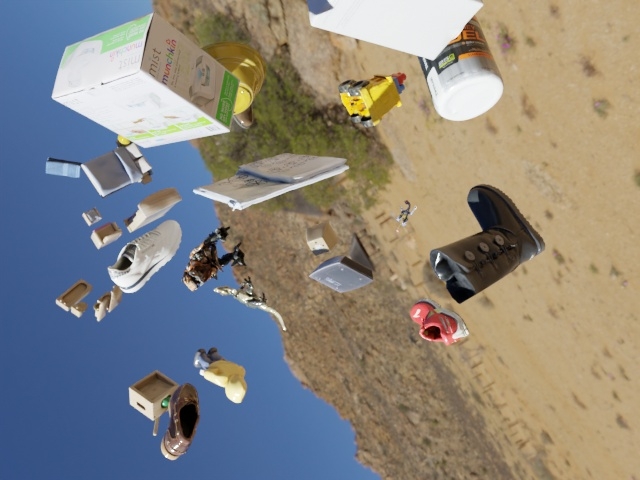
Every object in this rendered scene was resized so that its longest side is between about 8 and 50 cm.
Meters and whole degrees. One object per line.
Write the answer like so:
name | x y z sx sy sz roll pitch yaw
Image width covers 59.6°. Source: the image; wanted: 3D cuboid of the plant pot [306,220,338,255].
plant pot | 0.000 0.000 2.349 0.109 0.109 0.096 60 -155 -25

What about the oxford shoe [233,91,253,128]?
oxford shoe | -0.261 -0.486 1.850 0.096 0.082 0.227 4 110 50

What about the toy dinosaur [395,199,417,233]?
toy dinosaur | 0.250 -0.081 1.685 0.047 0.090 0.082 31 -137 2

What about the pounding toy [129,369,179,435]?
pounding toy | -0.518 0.507 1.757 0.141 0.130 0.100 23 122 28

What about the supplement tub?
supplement tub | 0.407 -0.554 1.697 0.207 0.207 0.338 48 -154 -62

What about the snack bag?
snack bag | -0.147 -0.172 1.509 0.323 0.342 0.037 20 128 54

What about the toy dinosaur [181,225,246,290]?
toy dinosaur | -0.403 0.051 2.001 0.164 0.218 0.322 46 -159 -43

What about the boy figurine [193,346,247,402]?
boy figurine | -0.356 0.501 2.102 0.177 0.092 0.285 2 -160 -46

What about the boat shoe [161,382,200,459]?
boat shoe | -0.304 0.396 1.269 0.073 0.073 0.207 32 -160 -21

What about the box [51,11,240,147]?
box | -0.336 -0.293 1.086 0.231 0.261 0.127 28 -115 -51

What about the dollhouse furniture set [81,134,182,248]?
dollhouse furniture set | -0.647 -0.186 1.788 0.198 0.286 0.303 -25 97 55

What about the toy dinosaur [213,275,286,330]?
toy dinosaur | -0.213 0.186 1.778 0.268 0.064 0.118 29 144 10

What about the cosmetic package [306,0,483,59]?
cosmetic package | 0.181 -0.610 1.384 0.384 0.217 0.156 5 -115 -29

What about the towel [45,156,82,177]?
towel | -0.949 -0.268 2.066 0.119 0.067 0.029 6 -138 -27

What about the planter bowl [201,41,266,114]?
planter bowl | -0.230 -0.374 1.380 0.217 0.217 0.090 48 -159 -62

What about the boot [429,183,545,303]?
boot | 0.550 -0.006 2.021 0.367 0.445 0.146 49 147 25

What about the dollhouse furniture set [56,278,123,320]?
dollhouse furniture set | -0.770 0.175 1.869 0.151 0.123 0.144 34 -135 4

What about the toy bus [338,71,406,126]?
toy bus | 0.192 -0.518 1.955 0.149 0.211 0.220 60 172 -28

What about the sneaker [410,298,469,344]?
sneaker | 0.368 0.275 1.866 0.107 0.118 0.279 64 162 -15

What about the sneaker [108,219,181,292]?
sneaker | -0.457 0.025 1.474 0.090 0.235 0.095 14 145 30

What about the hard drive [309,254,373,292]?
hard drive | 0.080 0.128 2.148 0.172 0.054 0.254 28 155 -17
